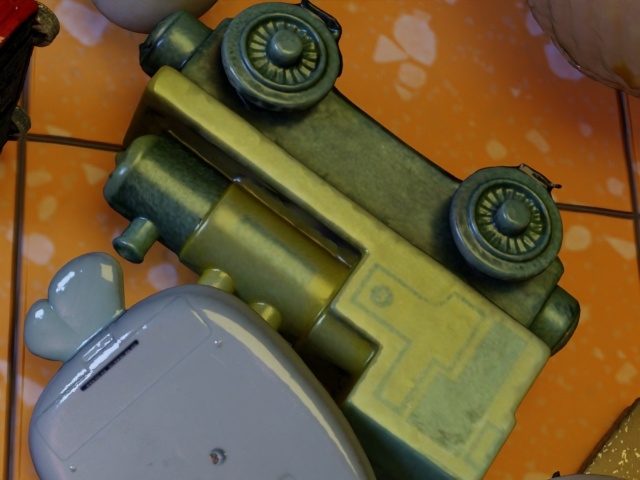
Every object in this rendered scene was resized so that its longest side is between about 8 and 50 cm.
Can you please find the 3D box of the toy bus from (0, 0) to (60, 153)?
[{"bbox_3d":[-0.236,-0.100,1.070,0.089,0.195,0.081,34,59,-1],"label":"toy bus"}]

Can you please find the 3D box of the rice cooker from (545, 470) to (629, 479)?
[{"bbox_3d":[0.146,0.269,1.031,0.226,0.244,0.226,11,61,-21],"label":"rice cooker"}]

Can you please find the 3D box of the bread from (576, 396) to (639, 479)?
[{"bbox_3d":[0.221,0.187,1.223,0.068,0.028,0.153,42,59,0],"label":"bread"}]

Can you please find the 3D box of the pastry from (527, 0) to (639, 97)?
[{"bbox_3d":[0.323,-0.284,1.312,0.389,0.312,0.388,-4,76,16],"label":"pastry"}]

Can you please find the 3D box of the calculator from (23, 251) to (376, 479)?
[{"bbox_3d":[-0.081,0.137,1.066,0.184,0.042,0.295,-41,87,3],"label":"calculator"}]

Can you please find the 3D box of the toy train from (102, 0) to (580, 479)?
[{"bbox_3d":[0.000,0.000,1.158,0.369,0.150,0.237,36,65,-1],"label":"toy train"}]

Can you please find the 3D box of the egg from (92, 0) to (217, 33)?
[{"bbox_3d":[-0.115,-0.220,1.222,0.114,0.114,0.152,32,56,-6],"label":"egg"}]
